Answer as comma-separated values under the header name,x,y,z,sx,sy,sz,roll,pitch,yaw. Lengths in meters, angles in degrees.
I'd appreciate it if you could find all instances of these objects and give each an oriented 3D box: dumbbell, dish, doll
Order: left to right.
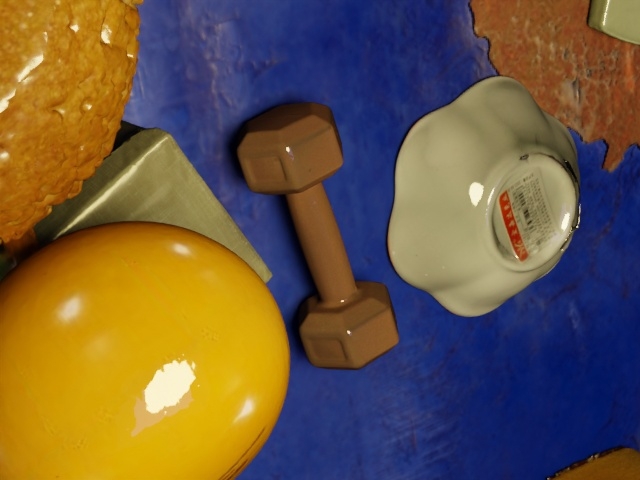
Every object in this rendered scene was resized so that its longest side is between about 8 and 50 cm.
name,x,y,z,sx,sy,sz,roll,pitch,yaw
doll,-0.140,0.064,0.844,0.213,0.213,0.236,-38,79,-19
dumbbell,0.000,0.000,1.151,0.082,0.092,0.231,-47,126,-47
dish,0.172,-0.032,1.255,0.229,0.081,0.229,-9,108,-30

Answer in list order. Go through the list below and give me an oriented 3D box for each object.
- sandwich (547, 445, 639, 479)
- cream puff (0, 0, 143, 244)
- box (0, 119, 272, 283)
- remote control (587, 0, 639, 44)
name,x,y,z,sx,sy,sz,roll,pitch,yaw
sandwich,0.287,0.284,1.364,0.193,0.162,0.058,-19,115,-27
cream puff,-0.248,-0.129,0.812,0.303,0.212,0.303,0,79,0
box,-0.187,0.035,0.998,0.231,0.149,0.155,-45,122,-15
remote control,0.326,-0.327,1.302,0.123,0.038,0.285,4,100,-34
